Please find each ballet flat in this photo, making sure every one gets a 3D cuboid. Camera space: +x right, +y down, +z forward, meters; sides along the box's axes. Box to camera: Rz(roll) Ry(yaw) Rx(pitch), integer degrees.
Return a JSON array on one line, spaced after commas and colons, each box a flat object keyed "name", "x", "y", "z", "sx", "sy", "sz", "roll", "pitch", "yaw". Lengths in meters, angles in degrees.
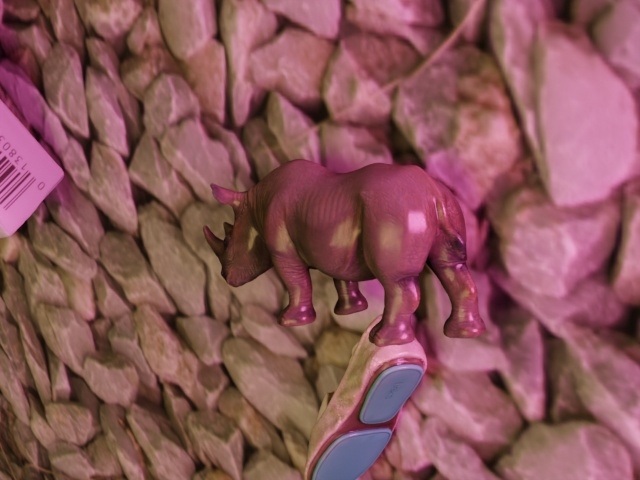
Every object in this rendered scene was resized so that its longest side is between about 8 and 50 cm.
[{"name": "ballet flat", "x": 0.029, "y": 0.114, "z": 0.761, "sx": 0.168, "sy": 0.057, "sz": 0.052, "roll": -61, "pitch": 36, "yaw": 39}]

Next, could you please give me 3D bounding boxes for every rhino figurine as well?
[{"name": "rhino figurine", "x": 0.000, "y": 0.000, "z": 0.707, "sx": 0.243, "sy": 0.073, "sz": 0.106, "roll": 6, "pitch": 105, "yaw": 47}]

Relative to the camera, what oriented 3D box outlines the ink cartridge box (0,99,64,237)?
[{"name": "ink cartridge box", "x": -0.456, "y": -0.122, "z": 1.023, "sx": 0.385, "sy": 0.091, "sz": 0.308, "roll": -9, "pitch": 127, "yaw": 46}]
